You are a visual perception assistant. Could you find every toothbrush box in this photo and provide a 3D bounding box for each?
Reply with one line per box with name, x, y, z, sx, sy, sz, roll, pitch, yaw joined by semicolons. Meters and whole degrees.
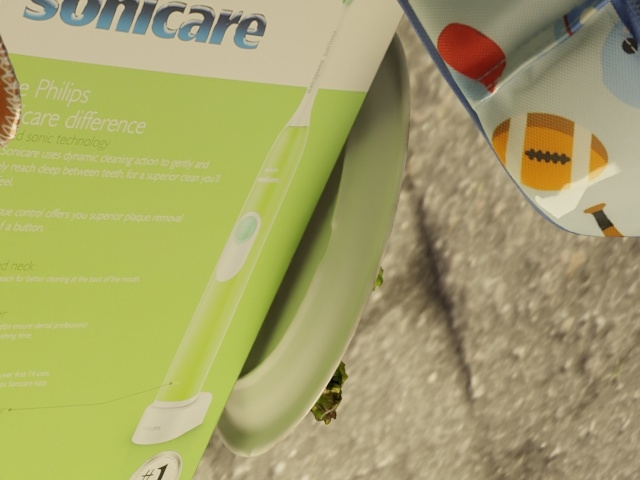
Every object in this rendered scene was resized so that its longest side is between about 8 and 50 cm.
toothbrush box;-0.113;-0.019;0.759;0.206;0.122;0.283;0;122;-50

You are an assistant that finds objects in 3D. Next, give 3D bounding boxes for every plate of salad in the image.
plate of salad;0.000;0.000;0.854;0.048;0.200;0.200;18;110;-21

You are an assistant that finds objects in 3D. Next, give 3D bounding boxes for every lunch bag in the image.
lunch bag;0.118;-0.147;0.771;0.243;0.303;0.115;-1;152;-47

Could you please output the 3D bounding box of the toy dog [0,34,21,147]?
toy dog;-0.191;-0.056;0.500;0.220;0.161;0.334;2;157;-32
